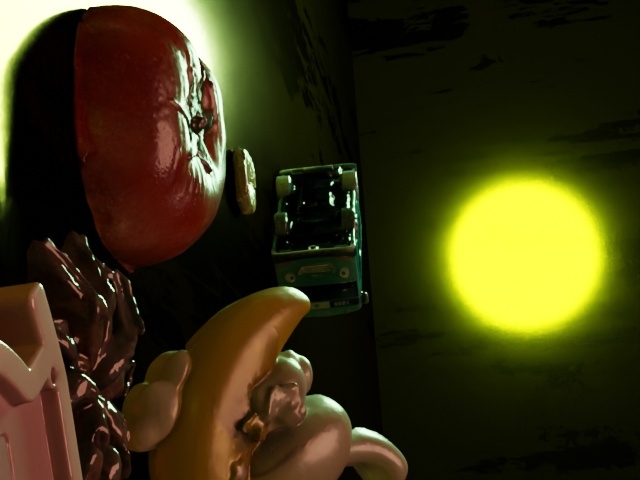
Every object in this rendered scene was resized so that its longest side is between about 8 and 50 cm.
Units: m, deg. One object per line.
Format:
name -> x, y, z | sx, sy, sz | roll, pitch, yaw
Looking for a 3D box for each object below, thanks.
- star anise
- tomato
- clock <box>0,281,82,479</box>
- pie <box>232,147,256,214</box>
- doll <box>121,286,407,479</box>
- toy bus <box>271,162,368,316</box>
star anise -> -0.149, 0.094, 0.758 | 0.182, 0.065, 0.195 | -84, 170, -53
tomato -> -0.131, -0.085, 0.989 | 0.225, 0.085, 0.225 | -4, 90, -81
clock -> -0.166, 0.187, 0.496 | 0.275, 0.080, 0.290 | -57, 139, -78
pie -> -0.094, -0.073, 1.501 | 0.084, 0.020, 0.084 | -7, 90, -85
doll -> -0.049, 0.167, 0.993 | 0.252, 0.111, 0.237 | -36, 111, -39
toy bus -> 0.000, 0.000, 1.758 | 0.256, 0.128, 0.147 | -87, 170, -60
